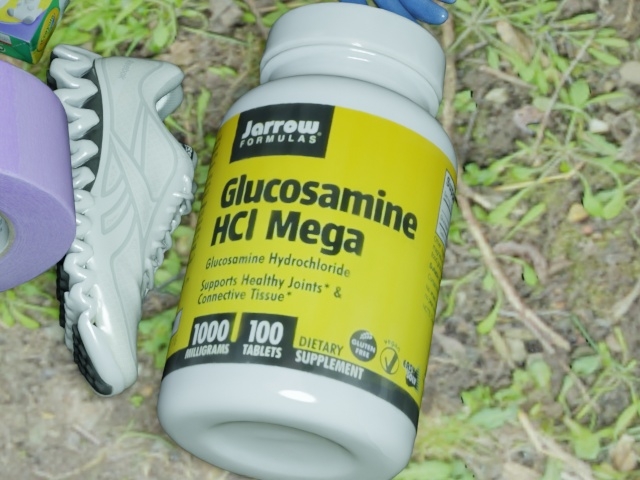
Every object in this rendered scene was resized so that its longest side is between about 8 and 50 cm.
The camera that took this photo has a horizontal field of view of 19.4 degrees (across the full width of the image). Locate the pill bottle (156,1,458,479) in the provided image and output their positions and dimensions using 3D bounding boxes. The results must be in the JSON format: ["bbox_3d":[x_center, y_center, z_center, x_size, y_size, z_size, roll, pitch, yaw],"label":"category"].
[{"bbox_3d":[0.000,0.000,1.388,0.188,0.188,0.334,9,66,3],"label":"pill bottle"}]

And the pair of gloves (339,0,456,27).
[{"bbox_3d":[0.082,-0.264,1.598,0.159,0.023,0.198,42,73,16],"label":"pair of gloves"}]

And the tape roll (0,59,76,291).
[{"bbox_3d":[-0.312,-0.037,1.312,0.275,0.275,0.090,-6,67,-4],"label":"tape roll"}]

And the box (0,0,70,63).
[{"bbox_3d":[-0.249,-0.244,1.573,0.105,0.043,0.179,19,65,9],"label":"box"}]

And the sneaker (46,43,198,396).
[{"bbox_3d":[-0.150,-0.022,1.447,0.118,0.110,0.292,-1,66,-11],"label":"sneaker"}]
